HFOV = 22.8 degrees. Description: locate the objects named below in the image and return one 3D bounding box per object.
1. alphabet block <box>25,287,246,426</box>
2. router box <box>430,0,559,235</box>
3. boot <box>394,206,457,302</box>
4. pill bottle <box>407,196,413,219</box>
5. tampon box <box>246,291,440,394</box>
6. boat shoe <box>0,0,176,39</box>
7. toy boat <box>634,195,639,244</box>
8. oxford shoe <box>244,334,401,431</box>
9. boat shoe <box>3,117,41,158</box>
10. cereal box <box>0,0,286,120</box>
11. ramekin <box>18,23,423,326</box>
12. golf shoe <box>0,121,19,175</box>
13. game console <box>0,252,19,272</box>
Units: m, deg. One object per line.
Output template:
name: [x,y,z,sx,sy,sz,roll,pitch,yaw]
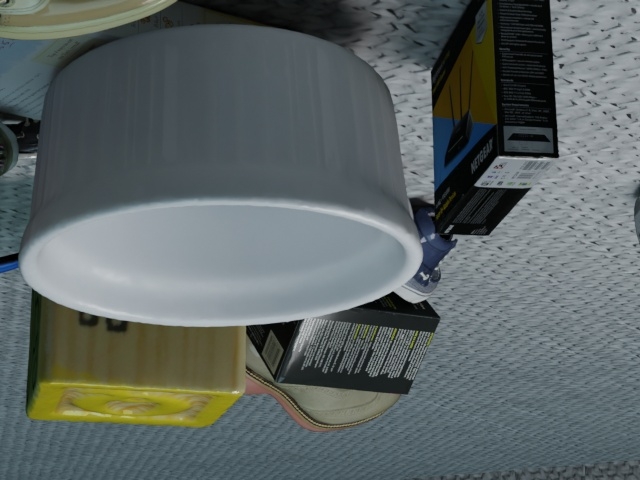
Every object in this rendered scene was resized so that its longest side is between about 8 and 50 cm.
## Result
alphabet block: [-0.180,0.066,1.530,0.193,0.197,0.192,4,164,-12]
router box: [0.118,-0.090,1.108,0.046,0.133,0.179,2,163,-9]
boot: [0.106,0.013,1.589,0.086,0.069,0.190,-26,167,17]
pill bottle: [0.000,0.000,1.462,0.108,0.108,0.180,8,162,-23]
tampon box: [0.019,0.083,1.664,0.161,0.101,0.120,9,-154,-28]
boat shoe: [-0.207,-0.176,0.875,0.285,0.105,0.089,2,166,-2]
toy boat: [0.406,-0.020,1.375,0.267,0.148,0.318,8,155,-42]
oxford shoe: [0.017,0.142,1.900,0.146,0.140,0.397,-17,160,27]
boat shoe: [-0.220,-0.088,1.292,0.125,0.038,0.046,6,-155,-1]
cereal box: [-0.154,-0.128,1.137,0.240,0.047,0.173,12,160,-34]
ramekin: [-0.070,-0.041,1.110,0.277,0.135,0.277,-2,161,-1]
golf shoe: [-0.290,-0.086,1.221,0.186,0.067,0.086,13,-160,36]
game console: [-0.423,-0.001,1.219,0.293,0.250,0.173,-16,152,-47]
